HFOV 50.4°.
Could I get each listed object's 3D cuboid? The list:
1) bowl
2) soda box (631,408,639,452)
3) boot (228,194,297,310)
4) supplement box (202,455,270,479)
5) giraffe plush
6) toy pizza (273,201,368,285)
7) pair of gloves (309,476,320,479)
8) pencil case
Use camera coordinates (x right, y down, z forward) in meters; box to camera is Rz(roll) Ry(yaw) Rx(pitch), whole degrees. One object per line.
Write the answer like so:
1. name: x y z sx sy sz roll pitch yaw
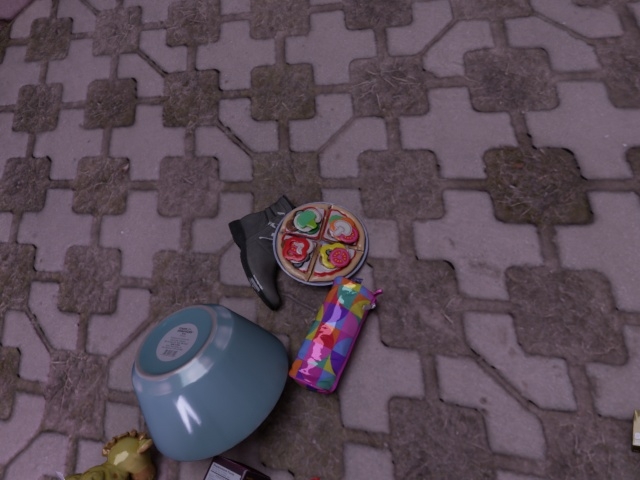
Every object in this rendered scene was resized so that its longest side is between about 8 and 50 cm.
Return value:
1. bowl: -0.234 0.241 1.295 0.311 0.163 0.311 -20 35 15
2. soda box: 0.577 0.307 1.042 0.181 0.061 0.058 3 65 24
3. boot: -0.093 0.016 1.468 0.161 0.083 0.246 -26 59 3
4. supplement box: -0.180 0.501 1.241 0.081 0.104 0.188 15 71 29
5. giraffe plush: -0.402 0.461 1.336 0.181 0.210 0.170 16 43 33
6. toy pizza: 0.000 0.000 1.424 0.201 0.032 0.201 -1 61 1
7. pair of gloves: -0.053 0.518 1.192 0.198 0.023 0.159 -19 65 -8
8. pencil case: 0.028 0.182 1.320 0.104 0.104 0.236 20 75 30
